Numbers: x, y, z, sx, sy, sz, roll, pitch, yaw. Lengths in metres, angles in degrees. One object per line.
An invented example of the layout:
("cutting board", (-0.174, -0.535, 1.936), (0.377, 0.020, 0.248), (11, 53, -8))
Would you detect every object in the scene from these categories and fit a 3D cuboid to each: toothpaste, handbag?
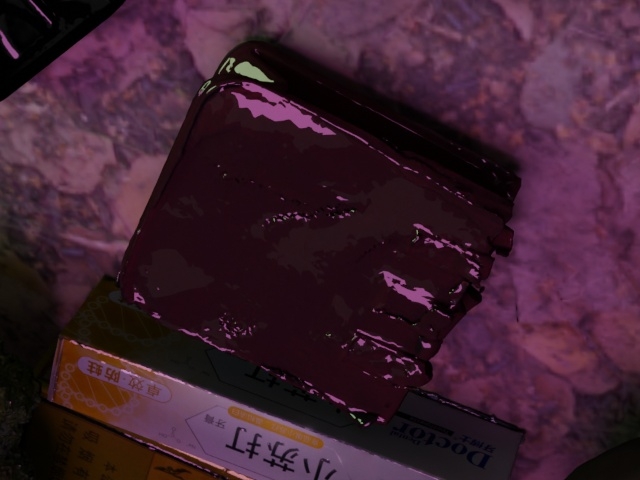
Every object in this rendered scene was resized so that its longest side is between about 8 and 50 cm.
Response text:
("toothpaste", (-0.023, 0.120, 1.136), (0.312, 0.089, 0.071), (20, 122, 6))
("handbag", (0.000, -0.002, 1.053), (0.216, 0.074, 0.203), (25, 128, 0))

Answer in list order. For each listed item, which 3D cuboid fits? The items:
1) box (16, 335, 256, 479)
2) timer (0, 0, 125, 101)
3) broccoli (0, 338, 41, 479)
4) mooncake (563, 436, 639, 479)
("box", (-0.114, 0.175, 1.221), (0.220, 0.064, 0.141), (24, 128, 6))
("timer", (-0.220, -0.182, 1.019), (0.144, 0.055, 0.187), (-31, 108, 34))
("broccoli", (-0.365, 0.151, 1.140), (0.321, 0.310, 0.413), (24, 135, 42))
("mooncake", (0.273, 0.241, 1.034), (0.306, 0.154, 0.306), (8, 107, 27))
